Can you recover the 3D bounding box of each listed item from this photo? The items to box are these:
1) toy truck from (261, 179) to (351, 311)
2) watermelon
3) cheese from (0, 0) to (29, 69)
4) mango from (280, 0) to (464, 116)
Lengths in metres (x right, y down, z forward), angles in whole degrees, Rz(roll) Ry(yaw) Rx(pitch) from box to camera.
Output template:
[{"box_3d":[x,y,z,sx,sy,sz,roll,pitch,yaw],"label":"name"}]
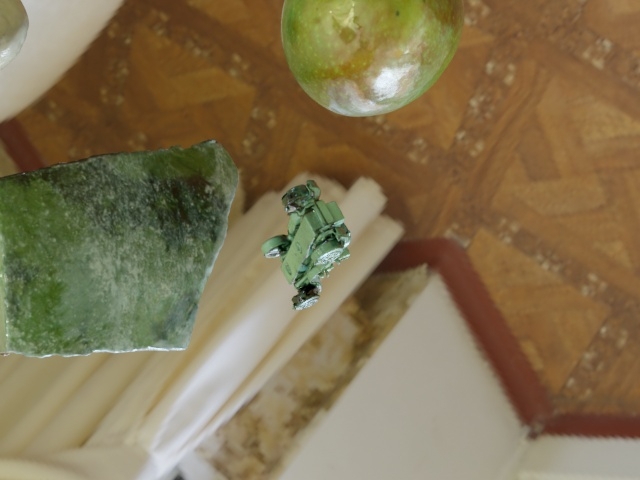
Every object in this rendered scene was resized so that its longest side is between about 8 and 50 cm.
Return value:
[{"box_3d":[0.000,0.001,1.341,0.080,0.078,0.154,61,158,18],"label":"toy truck"},{"box_3d":[-0.178,0.021,0.968,0.257,0.193,0.139,-16,81,56],"label":"watermelon"},{"box_3d":[-0.555,-0.274,1.939,0.251,0.248,0.173,-28,97,30],"label":"cheese"},{"box_3d":[0.065,-0.254,1.630,0.201,0.225,0.382,26,-176,3],"label":"mango"}]
